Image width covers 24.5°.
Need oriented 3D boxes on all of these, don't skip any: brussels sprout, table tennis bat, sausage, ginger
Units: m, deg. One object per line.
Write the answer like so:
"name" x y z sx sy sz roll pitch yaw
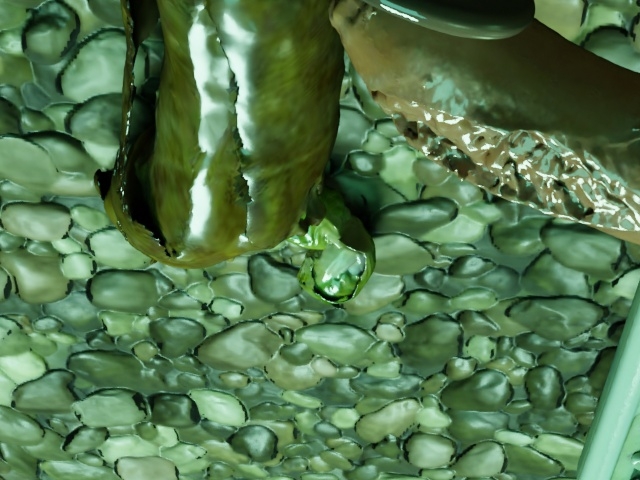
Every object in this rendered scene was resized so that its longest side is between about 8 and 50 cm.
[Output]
"brussels sprout" 0.000 -0.001 0.807 0.051 0.046 0.083 -19 131 19
"table tennis bat" 0.064 -0.157 0.569 0.107 0.170 0.119 32 118 12
"sausage" 0.154 -0.038 0.640 0.327 0.087 0.079 17 179 -7
"ginger" -0.051 -0.089 0.680 0.133 0.107 0.309 25 141 15

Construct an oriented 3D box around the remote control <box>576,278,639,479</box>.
"remote control" 0.231 0.056 0.820 0.128 0.065 0.335 5 138 0
